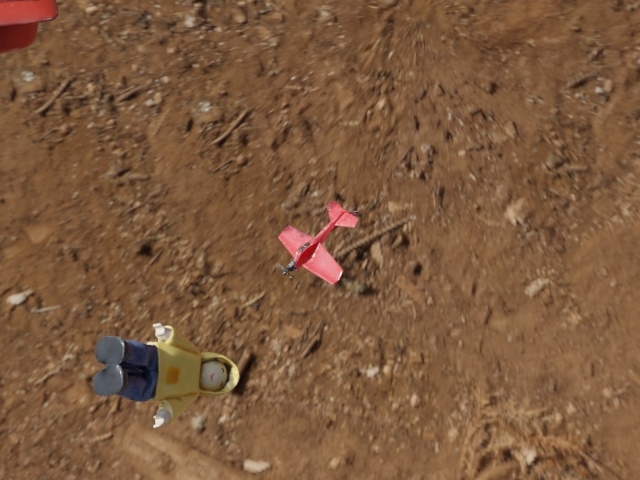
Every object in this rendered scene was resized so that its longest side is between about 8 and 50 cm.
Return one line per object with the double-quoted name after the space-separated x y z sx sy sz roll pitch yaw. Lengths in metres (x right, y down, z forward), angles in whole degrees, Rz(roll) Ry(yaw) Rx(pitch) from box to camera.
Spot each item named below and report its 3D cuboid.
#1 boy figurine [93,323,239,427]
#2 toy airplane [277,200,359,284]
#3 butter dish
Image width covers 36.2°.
-0.262 0.239 1.711 0.092 0.285 0.177 -9 72 40 "boy figurine"
0.000 0.000 1.451 0.151 0.151 0.028 -22 138 10 "toy airplane"
-0.421 -0.284 1.230 0.159 0.160 0.118 -10 143 -23 "butter dish"
